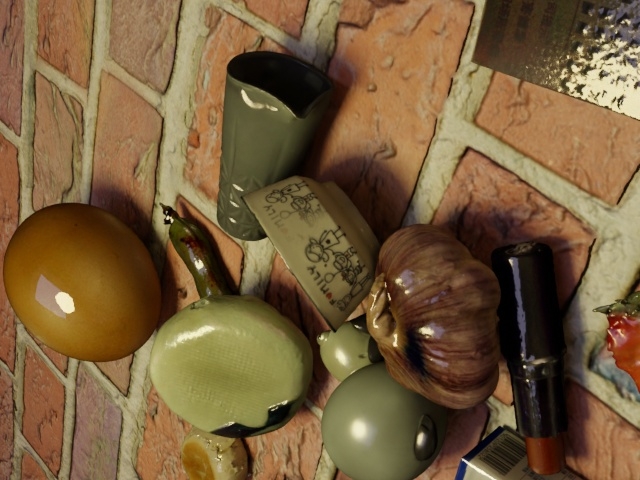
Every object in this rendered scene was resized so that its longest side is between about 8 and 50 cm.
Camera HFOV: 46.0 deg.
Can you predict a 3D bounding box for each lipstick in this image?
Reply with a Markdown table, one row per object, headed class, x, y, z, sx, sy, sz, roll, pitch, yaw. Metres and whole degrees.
| class | x | y | z | sx | sy | sz | roll | pitch | yaw |
| --- | --- | --- | --- | --- | --- | --- | --- | --- | --- |
| lipstick | 0.270 | 0.150 | 0.949 | 0.081 | 0.081 | 0.300 | -3 | 101 | 45 |

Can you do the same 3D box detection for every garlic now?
| class | x | y | z | sx | sy | sz | roll | pitch | yaw |
| --- | --- | --- | --- | --- | --- | --- | --- | --- | --- |
| garlic | 0.132 | 0.100 | 0.967 | 0.245 | 0.160 | 0.245 | 164 | 90 | -74 |

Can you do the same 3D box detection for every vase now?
| class | x | y | z | sx | sy | sz | roll | pitch | yaw |
| --- | --- | --- | --- | --- | --- | --- | --- | --- | --- |
| vase | -0.091 | -0.147 | 1.169 | 0.251 | 0.156 | 0.301 | -111 | 29 | -43 |

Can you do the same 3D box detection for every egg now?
| class | x | y | z | sx | sy | sz | roll | pitch | yaw |
| --- | --- | --- | --- | --- | --- | --- | --- | --- | --- |
| egg | -0.474 | 0.084 | 1.515 | 0.351 | 0.282 | 0.282 | 46 | 132 | 10 |

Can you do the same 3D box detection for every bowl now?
| class | x | y | z | sx | sy | sz | roll | pitch | yaw |
| --- | --- | --- | --- | --- | --- | --- | --- | --- | --- |
| bowl | 0.000 | 0.000 | 1.078 | 0.238 | 0.126 | 0.238 | 54 | 177 | 4 |

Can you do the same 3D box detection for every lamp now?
| class | x | y | z | sx | sy | sz | roll | pitch | yaw |
| --- | --- | --- | --- | --- | --- | --- | --- | --- | --- |
| lamp | 0.082 | 0.237 | 1.108 | 0.198 | 0.197 | 0.244 | -52 | 45 | 41 |

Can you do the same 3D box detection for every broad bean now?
| class | x | y | z | sx | sy | sz | roll | pitch | yaw |
| --- | --- | --- | --- | --- | --- | --- | --- | --- | --- |
| broad bean | -0.212 | 0.069 | 1.409 | 0.077 | 0.061 | 0.339 | -35 | 78 | 50 |

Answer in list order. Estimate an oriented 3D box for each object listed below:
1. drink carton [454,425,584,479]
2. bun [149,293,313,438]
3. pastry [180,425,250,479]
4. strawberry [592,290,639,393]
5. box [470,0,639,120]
| class | x | y | z | sx | sy | sz | roll | pitch | yaw |
| --- | --- | --- | --- | --- | --- | --- | --- | --- | --- |
| drink carton | 0.322 | 0.387 | 0.966 | 0.315 | 0.106 | 0.130 | 29 | 125 | 33 |
| bun | -0.147 | 0.199 | 1.306 | 0.283 | 0.179 | 0.283 | 4 | 119 | 7 |
| pastry | -0.213 | 0.437 | 1.522 | 0.166 | 0.088 | 0.166 | 15 | 113 | 39 |
| strawberry | 0.418 | 0.127 | 0.786 | 0.228 | 0.098 | 0.174 | 57 | 136 | 9 |
| box | 0.321 | -0.229 | 0.791 | 0.325 | 0.047 | 0.180 | 31 | 124 | 35 |
